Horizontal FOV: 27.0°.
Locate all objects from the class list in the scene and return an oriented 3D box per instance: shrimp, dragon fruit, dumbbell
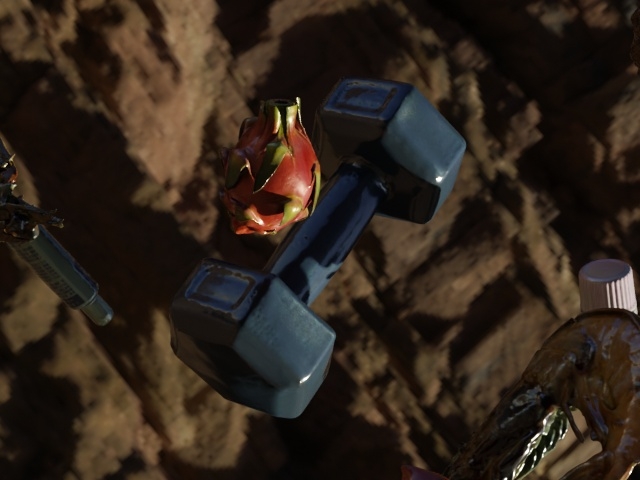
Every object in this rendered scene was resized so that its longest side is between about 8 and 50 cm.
[{"bbox_3d":[0.215,0.194,1.215,0.075,0.289,0.178,44,-3,-31],"label":"shrimp"},{"bbox_3d":[-0.260,-0.044,0.994,0.180,0.099,0.041,21,-20,28],"label":"shrimp"},{"bbox_3d":[-0.040,-0.060,1.061,0.086,0.081,0.116,-124,-140,-73],"label":"dragon fruit"},{"bbox_3d":[0.000,0.000,1.210,0.144,0.325,0.160,31,-28,10],"label":"dumbbell"}]

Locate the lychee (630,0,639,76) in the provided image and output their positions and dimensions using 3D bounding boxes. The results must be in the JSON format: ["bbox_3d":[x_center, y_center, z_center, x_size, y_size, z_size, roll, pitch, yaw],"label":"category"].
[{"bbox_3d":[0.460,-0.187,1.373,0.271,0.271,0.271,39,-28,25],"label":"lychee"}]

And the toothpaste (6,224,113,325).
[{"bbox_3d":[-0.275,0.008,1.301,0.062,0.037,0.216,-13,-51,39],"label":"toothpaste"}]

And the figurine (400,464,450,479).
[{"bbox_3d":[0.090,0.244,1.041,0.075,0.068,0.140,69,1,-64],"label":"figurine"}]

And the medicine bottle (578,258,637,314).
[{"bbox_3d":[0.368,0.125,1.683,0.083,0.083,0.203,21,-50,47],"label":"medicine bottle"}]
